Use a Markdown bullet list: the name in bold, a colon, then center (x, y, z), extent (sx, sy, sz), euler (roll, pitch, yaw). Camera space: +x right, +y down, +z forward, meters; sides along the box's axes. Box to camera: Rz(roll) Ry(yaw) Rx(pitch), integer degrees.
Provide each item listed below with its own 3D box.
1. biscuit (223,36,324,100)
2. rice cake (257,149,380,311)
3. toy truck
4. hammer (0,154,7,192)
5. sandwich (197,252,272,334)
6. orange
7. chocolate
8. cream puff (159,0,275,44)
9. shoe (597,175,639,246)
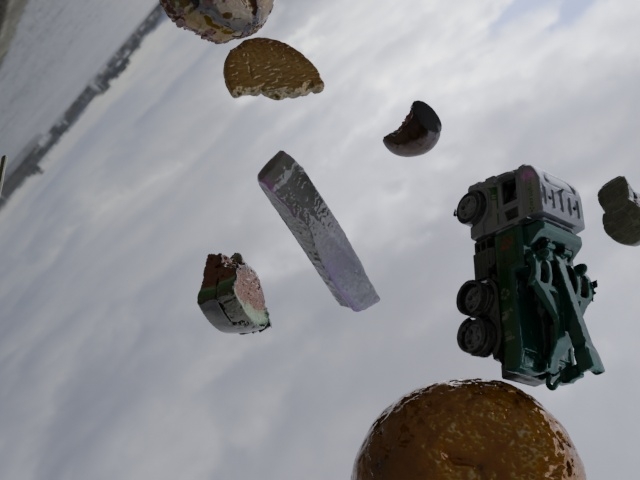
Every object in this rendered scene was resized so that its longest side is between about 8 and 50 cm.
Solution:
- **biscuit**: center (-0.107, -0.349, 1.529), extent (0.224, 0.144, 0.033), euler (-13, 161, -35)
- **rice cake**: center (0.000, -0.001, 1.266), extent (0.070, 0.399, 0.064), euler (-46, -134, -14)
- **toy truck**: center (0.327, 0.060, 1.163), extent (0.178, 0.177, 0.363), euler (-34, -133, 45)
- **hammer**: center (-0.655, -0.086, 1.518), extent (0.062, 0.013, 0.198), euler (131, -37, -51)
- **sandwich**: center (-0.216, 0.130, 1.842), extent (0.109, 0.212, 0.292), euler (-13, 173, 9)
- **orange**: center (0.207, 0.370, 1.076), extent (0.293, 0.341, 0.340), euler (87, 23, -51)
- **chocolate**: center (0.216, -0.260, 1.812), extent (0.133, 0.124, 0.127), euler (-38, -117, 50)
- **cream puff**: center (-0.184, -0.445, 1.258), extent (0.164, 0.240, 0.240), euler (-6, -136, 34)
- **shoe**: center (0.753, -0.052, 1.823), extent (0.099, 0.125, 0.227), euler (-35, -148, 32)
